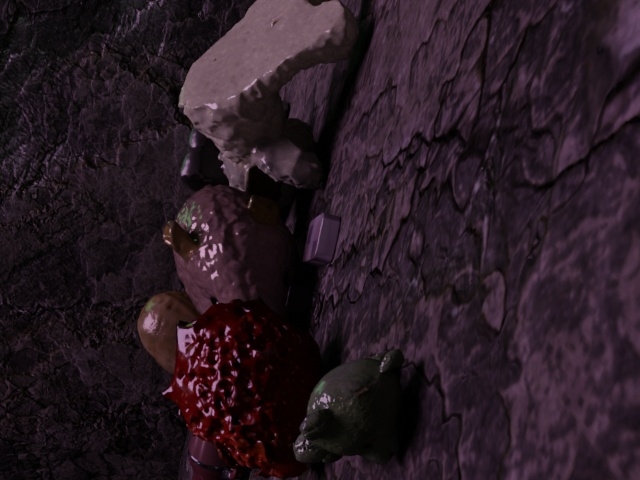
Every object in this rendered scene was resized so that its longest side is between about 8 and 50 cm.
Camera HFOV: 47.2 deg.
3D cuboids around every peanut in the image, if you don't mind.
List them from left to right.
[{"bbox_3d":[-0.184,0.182,1.198,0.122,0.253,0.137,-52,-13,-35],"label":"peanut"}]

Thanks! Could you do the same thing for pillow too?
[{"bbox_3d":[-0.156,-0.164,1.485,0.326,0.101,0.228,41,-124,-63],"label":"pillow"}]

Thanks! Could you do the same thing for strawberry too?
[{"bbox_3d":[-0.069,0.171,0.822,0.201,0.184,0.187,52,130,39],"label":"strawberry"}]

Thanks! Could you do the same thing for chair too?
[{"bbox_3d":[-0.024,0.081,0.997,0.086,0.042,0.037,-149,68,-80],"label":"chair"}]

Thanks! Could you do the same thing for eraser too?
[{"bbox_3d":[0.000,0.000,1.006,0.105,0.026,0.065,158,126,-78],"label":"eraser"}]

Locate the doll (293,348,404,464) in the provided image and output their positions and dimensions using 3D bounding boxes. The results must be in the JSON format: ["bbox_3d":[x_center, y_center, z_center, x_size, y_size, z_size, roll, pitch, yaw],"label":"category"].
[{"bbox_3d":[0.030,0.142,0.583,0.115,0.077,0.150,-42,-14,-17],"label":"doll"}]

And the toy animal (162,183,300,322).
[{"bbox_3d":[-0.134,0.022,1.143,0.358,0.188,0.226,-137,28,-63],"label":"toy animal"}]

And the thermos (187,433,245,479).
[{"bbox_3d":[-0.163,0.334,1.331,0.109,0.136,0.330,-11,-62,-64],"label":"thermos"}]

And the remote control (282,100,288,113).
[{"bbox_3d":[-0.153,-0.226,2.063,0.145,0.050,0.344,-111,35,-72],"label":"remote control"}]

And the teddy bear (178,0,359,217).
[{"bbox_3d":[-0.045,-0.202,1.240,0.375,0.362,0.327,-34,49,13],"label":"teddy bear"}]
